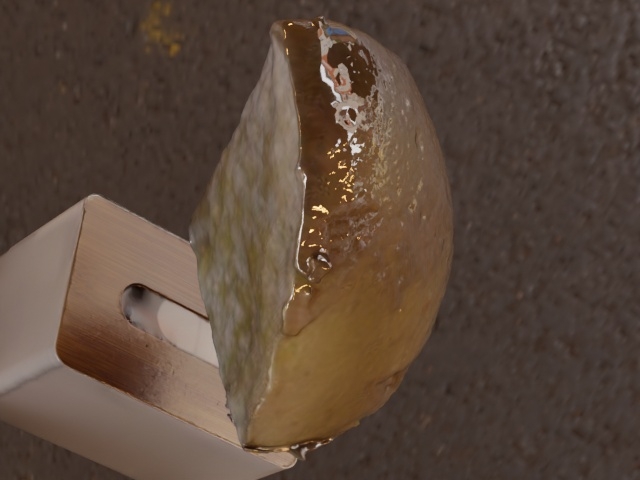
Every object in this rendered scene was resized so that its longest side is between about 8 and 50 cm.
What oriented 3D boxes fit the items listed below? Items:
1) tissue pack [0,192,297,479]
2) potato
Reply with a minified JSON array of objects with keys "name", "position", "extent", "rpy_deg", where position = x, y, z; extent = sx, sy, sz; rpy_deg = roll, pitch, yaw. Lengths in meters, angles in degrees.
[{"name":"tissue pack","position":[-0.147,0.097,1.528],"extent":[0.246,0.136,0.159],"rpy_deg":[29,52,-32]},{"name":"potato","position":[0.037,-0.004,1.284],"extent":[0.189,0.264,0.211],"rpy_deg":[-1,53,-23]}]
